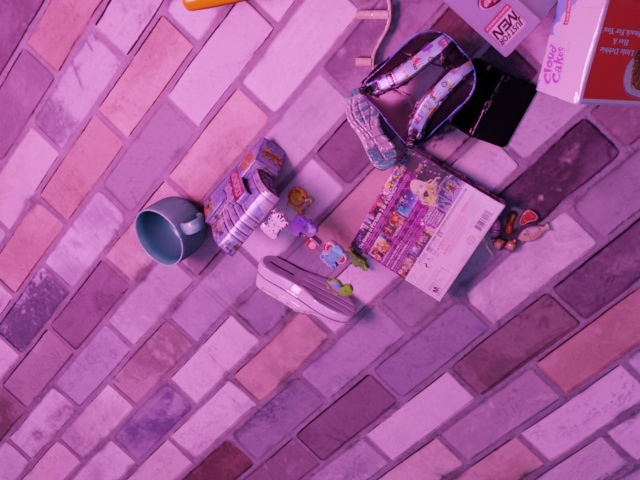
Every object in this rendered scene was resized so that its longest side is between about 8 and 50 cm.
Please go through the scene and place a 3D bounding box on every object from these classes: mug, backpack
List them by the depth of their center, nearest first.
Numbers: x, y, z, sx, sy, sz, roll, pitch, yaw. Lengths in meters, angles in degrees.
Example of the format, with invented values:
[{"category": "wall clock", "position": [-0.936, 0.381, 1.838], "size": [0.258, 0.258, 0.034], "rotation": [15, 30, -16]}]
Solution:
[{"category": "backpack", "position": [0.178, -0.268, 1.163], "size": [0.173, 0.117, 0.158], "rotation": [-42, 89, 25]}, {"category": "mug", "position": [-0.290, -0.021, 1.395], "size": [0.157, 0.097, 0.130], "rotation": [22, 127, 23]}]

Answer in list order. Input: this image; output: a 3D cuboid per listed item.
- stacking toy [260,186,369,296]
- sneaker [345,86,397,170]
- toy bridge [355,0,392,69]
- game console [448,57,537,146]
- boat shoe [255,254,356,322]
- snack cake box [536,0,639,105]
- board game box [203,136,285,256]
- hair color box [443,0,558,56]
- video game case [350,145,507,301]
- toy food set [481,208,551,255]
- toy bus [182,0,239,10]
[{"category": "stacking toy", "position": [0.000, 0.000, 1.292], "size": [0.221, 0.167, 0.052], "rotation": [42, 115, -1]}, {"category": "sneaker", "position": [0.089, -0.199, 1.250], "size": [0.065, 0.076, 0.167], "rotation": [-18, 80, 1]}, {"category": "toy bridge", "position": [0.094, -0.396, 1.194], "size": [0.063, 0.026, 0.188], "rotation": [4, 111, 14]}, {"category": "game console", "position": [0.298, -0.242, 1.199], "size": [0.107, 0.071, 0.122], "rotation": [41, 119, 32]}, {"category": "boat shoe", "position": [-0.032, 0.112, 1.401], "size": [0.226, 0.083, 0.076], "rotation": [32, 128, 16]}, {"category": "snack cake box", "position": [0.462, -0.282, 1.009], "size": [0.264, 0.089, 0.152], "rotation": [-4, 116, -28]}, {"category": "board game box", "position": [-0.141, -0.095, 1.306], "size": [0.060, 0.194, 0.194], "rotation": [34, 104, -25]}, {"category": "hair color box", "position": [0.216, -0.482, 1.028], "size": [0.374, 0.113, 0.185], "rotation": [42, 71, -1]}, {"category": "video game case", "position": [0.199, -0.032, 1.282], "size": [0.210, 0.042, 0.232], "rotation": [32, 115, 8]}, {"category": "toy food set", "position": [0.355, -0.018, 1.260], "size": [0.122, 0.019, 0.078], "rotation": [-32, 98, 24]}, {"category": "toy bus", "position": [-0.082, -0.491, 1.166], "size": [0.332, 0.108, 0.130], "rotation": [-5, 109, 18]}]
